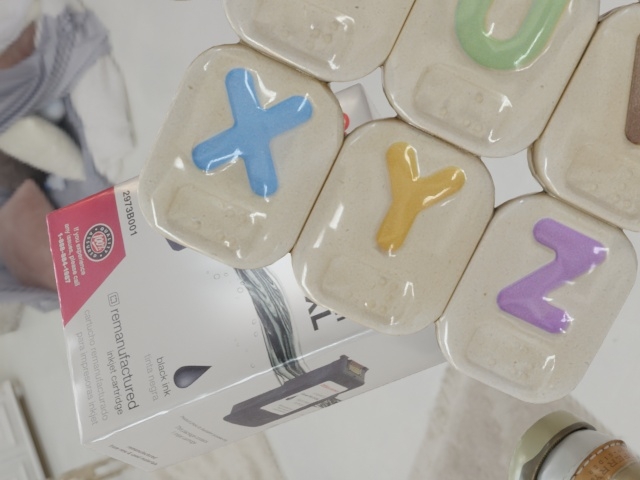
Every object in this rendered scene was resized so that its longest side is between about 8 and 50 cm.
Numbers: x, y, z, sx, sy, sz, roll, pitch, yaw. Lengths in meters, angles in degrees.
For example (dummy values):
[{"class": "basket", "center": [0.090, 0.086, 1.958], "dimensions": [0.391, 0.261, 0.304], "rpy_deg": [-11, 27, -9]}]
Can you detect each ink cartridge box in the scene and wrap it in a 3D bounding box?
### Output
[{"class": "ink cartridge box", "center": [-0.043, 0.026, 0.635], "dimensions": [0.100, 0.237, 0.172], "rpy_deg": [51, -161, -61]}]

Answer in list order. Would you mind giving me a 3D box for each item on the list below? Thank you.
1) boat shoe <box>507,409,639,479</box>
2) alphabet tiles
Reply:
[{"class": "boat shoe", "center": [0.211, 0.282, 0.760], "dimensions": [0.103, 0.113, 0.302], "rpy_deg": [29, 138, 48]}, {"class": "alphabet tiles", "center": [0.069, -0.095, 0.307], "dimensions": [0.278, 0.284, 0.021], "rpy_deg": [-63, 7, 8]}]
